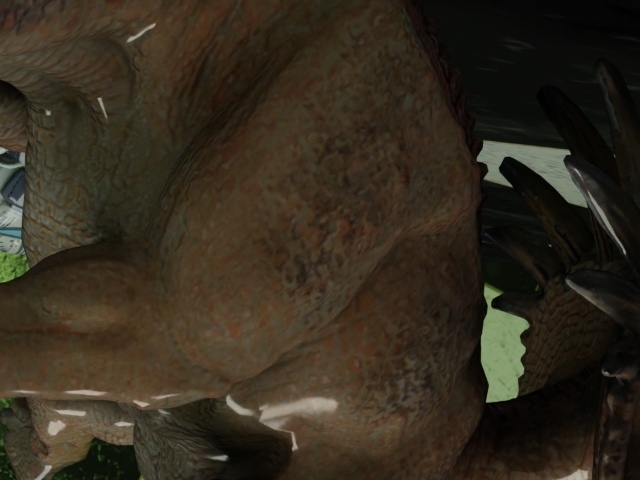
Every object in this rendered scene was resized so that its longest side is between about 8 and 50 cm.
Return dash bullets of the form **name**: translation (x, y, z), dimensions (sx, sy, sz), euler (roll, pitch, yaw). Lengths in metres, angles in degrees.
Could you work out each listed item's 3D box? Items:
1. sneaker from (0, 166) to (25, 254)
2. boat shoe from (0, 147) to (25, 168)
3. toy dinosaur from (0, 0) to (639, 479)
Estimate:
- **sneaker**: translation (-0.083, -0.044, 0.654), dimensions (0.283, 0.110, 0.122), euler (9, 163, -36)
- **boat shoe**: translation (-0.074, -0.049, 0.521), dimensions (0.184, 0.063, 0.066), euler (11, 179, 3)
- **toy dinosaur**: translation (0.000, 0.000, 0.418), dimensions (0.127, 0.200, 0.296), euler (63, 180, 43)
